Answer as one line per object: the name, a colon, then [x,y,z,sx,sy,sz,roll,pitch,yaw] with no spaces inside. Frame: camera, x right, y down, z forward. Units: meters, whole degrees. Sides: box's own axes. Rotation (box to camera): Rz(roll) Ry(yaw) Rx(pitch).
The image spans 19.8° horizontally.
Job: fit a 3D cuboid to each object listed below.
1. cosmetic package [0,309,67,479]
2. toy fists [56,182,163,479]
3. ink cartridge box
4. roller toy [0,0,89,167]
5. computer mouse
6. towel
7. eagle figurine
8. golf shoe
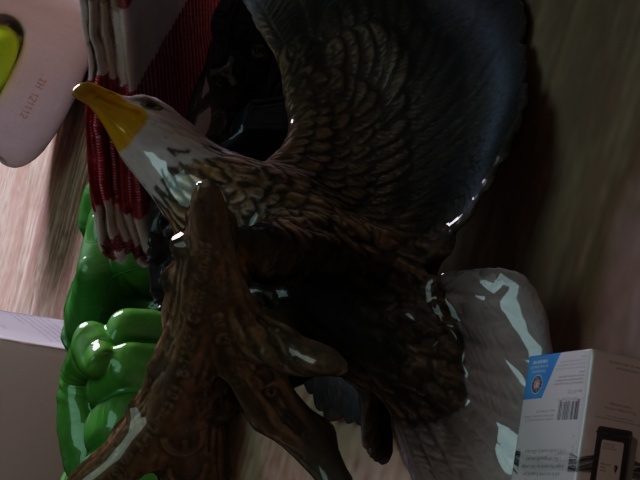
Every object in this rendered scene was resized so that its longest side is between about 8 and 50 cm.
cosmetic package: [-0.280,0.119,1.369,0.224,0.225,0.138,-165,86,-72]
toy fists: [-0.114,0.067,1.123,0.279,0.096,0.142,-95,26,-46]
ink cartridge box: [0.087,0.081,0.620,0.048,0.028,0.083,162,120,-69]
roller toy: [-0.302,-0.176,1.768,0.191,0.146,0.209,-42,32,46]
computer mouse: [-0.009,-0.083,0.959,0.041,0.071,0.242,-100,31,-57]
towel: [-0.098,-0.180,1.063,0.237,0.037,0.329,-70,-18,-57]
eagle figurine: [-0.007,-0.009,0.787,0.226,0.225,0.298,-19,12,23]
golf shoe: [-0.049,-0.046,1.067,0.094,0.077,0.198,-169,97,-86]
